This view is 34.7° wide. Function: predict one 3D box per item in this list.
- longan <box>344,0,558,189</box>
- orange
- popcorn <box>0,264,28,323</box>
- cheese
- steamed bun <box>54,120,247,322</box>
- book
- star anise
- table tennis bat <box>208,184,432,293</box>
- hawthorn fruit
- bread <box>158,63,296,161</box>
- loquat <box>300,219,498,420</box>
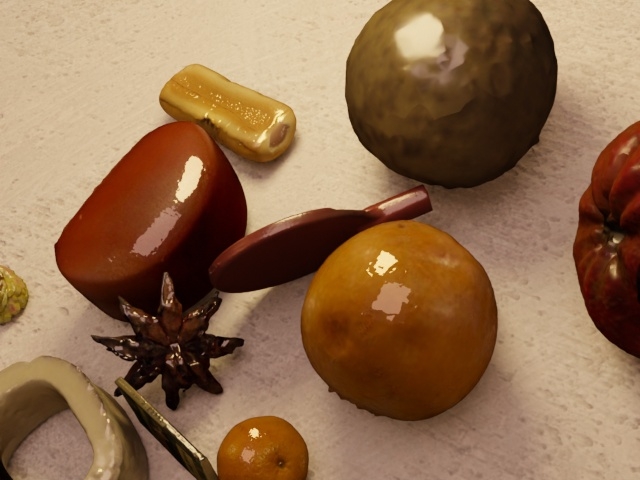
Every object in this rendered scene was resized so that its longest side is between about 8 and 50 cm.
[{"bbox_3d":[0.238,-0.279,1.836,0.391,0.391,0.391,-7,60,12],"label":"longan"},{"bbox_3d":[-0.099,0.370,1.700,0.136,0.159,0.159,-13,48,57],"label":"orange"},{"bbox_3d":[-0.633,0.103,2.036,0.097,0.089,0.109,-6,56,0],"label":"popcorn"},{"bbox_3d":[-0.475,0.382,1.793,0.292,0.153,0.332,-44,58,-10],"label":"cheese"},{"bbox_3d":[-0.290,-0.020,1.913,0.248,0.235,0.379,29,72,31],"label":"steamed bun"},{"bbox_3d":[-0.256,0.337,1.750,0.024,0.160,0.228,-41,59,-19],"label":"book"},{"bbox_3d":[-0.268,0.194,1.797,0.272,0.272,0.102,-28,19,-1],"label":"star anise"},{"bbox_3d":[0.000,0.000,1.806,0.415,0.268,0.051,-22,71,0],"label":"table tennis bat"},{"bbox_3d":[0.605,-0.004,1.582,0.403,0.403,0.402,-7,60,12],"label":"hawthorn fruit"},{"bbox_3d":[-0.189,-0.260,2.105,0.305,0.091,0.142,30,66,28],"label":"bread"},{"bbox_3d":[0.129,0.132,1.663,0.329,0.328,0.328,-7,60,12],"label":"loquat"}]
